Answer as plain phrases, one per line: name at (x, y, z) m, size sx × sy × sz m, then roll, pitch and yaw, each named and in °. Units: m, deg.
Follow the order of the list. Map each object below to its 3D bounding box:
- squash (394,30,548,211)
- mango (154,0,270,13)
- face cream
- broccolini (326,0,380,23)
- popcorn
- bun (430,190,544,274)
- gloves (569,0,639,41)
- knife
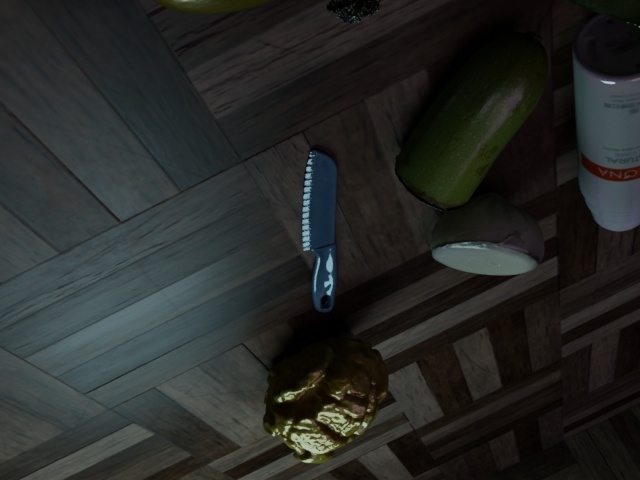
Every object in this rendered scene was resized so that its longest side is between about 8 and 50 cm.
squash at (0.153, -0.125, 0.768) m, size 0.095 × 0.095 × 0.188 m, roll 0°, pitch 136°, yaw -34°
mango at (-0.039, -0.212, 0.507) m, size 0.195 × 0.092 × 0.130 m, roll -12°, pitch 144°, yaw -28°
face cream at (0.346, -0.114, 0.893) m, size 0.102 × 0.102 × 0.345 m, roll -28°, pitch 146°, yaw 5°
broccolini at (0.048, -0.254, 0.560) m, size 0.042 × 0.044 × 0.218 m, roll 21°, pitch 135°, yaw 3°
popcorn at (-0.006, 0.218, 1.079) m, size 0.140 × 0.163 × 0.194 m, roll 38°, pitch 142°, yaw -29°
bun at (0.206, -0.014, 0.955) m, size 0.138 × 0.094 × 0.138 m, roll 8°, pitch 162°, yaw 3°
gloves at (0.242, -0.245, 0.629) m, size 0.268 × 0.107 × 0.135 m, roll 33°, pitch 96°, yaw -41°
knife at (0.000, 0.000, 0.906) m, size 0.045 × 0.019 × 0.313 m, roll -15°, pitch 144°, yaw -11°
